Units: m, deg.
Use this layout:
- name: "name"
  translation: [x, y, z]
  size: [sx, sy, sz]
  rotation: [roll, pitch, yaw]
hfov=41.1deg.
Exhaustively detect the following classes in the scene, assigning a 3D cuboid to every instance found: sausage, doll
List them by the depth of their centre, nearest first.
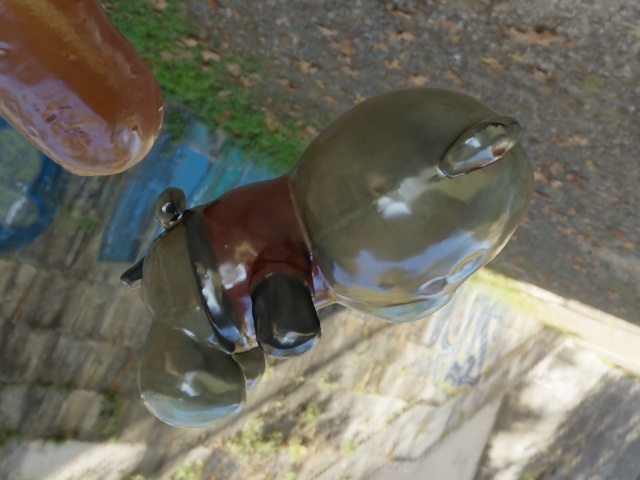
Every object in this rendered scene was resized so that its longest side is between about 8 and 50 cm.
- name: "doll"
  translation: [0.000, 0.000, 0.646]
  size: [0.174, 0.330, 0.235]
  rotation: [63, -177, 6]
- name: "sausage"
  translation: [-0.232, -0.157, 0.721]
  size: [0.133, 0.133, 0.258]
  rotation: [22, 158, 50]
